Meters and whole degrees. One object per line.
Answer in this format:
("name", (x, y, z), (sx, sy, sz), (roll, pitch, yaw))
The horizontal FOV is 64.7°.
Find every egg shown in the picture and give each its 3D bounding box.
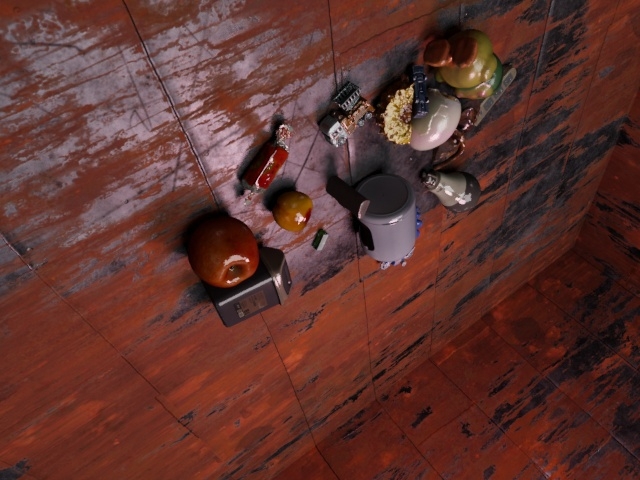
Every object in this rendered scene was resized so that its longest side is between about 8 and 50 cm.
("egg", (0.389, -0.419, 1.790), (0.183, 0.183, 0.217), (-4, 127, -43))

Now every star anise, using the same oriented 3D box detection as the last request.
("star anise", (0.524, -0.408, 1.952), (0.350, 0.109, 0.292), (-58, 163, 23))

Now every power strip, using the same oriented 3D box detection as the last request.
("power strip", (0.685, -0.587, 2.033), (0.286, 0.048, 0.080), (-52, 145, 8))

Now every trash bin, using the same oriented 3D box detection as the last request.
("trash bin", (-0.242, 0.158, 1.761), (0.290, 0.182, 0.209), (-27, 142, -14))

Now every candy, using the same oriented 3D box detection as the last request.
("candy", (-0.166, -0.226, 1.542), (0.086, 0.059, 0.292), (14, 116, -54))

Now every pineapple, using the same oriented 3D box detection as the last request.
("pineapple", (0.240, -0.424, 1.696), (0.135, 0.079, 0.233), (-5, 119, -8))

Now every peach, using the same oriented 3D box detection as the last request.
("peach", (-0.094, -0.099, 1.687), (0.138, 0.138, 0.138), (-26, 141, -24))

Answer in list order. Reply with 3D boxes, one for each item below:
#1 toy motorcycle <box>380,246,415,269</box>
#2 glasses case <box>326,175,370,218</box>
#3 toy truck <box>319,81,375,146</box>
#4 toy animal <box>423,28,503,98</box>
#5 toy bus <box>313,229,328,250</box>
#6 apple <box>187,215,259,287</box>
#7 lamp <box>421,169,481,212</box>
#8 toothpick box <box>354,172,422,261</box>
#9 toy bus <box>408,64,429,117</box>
("toy motorcycle", (0.358, 0.062, 2.350), (0.205, 0.076, 0.114), (-23, 132, -29))
("glasses case", (0.092, -0.152, 1.761), (0.042, 0.190, 0.072), (-6, 126, -39))
("toy truck", (0.073, -0.393, 1.593), (0.178, 0.080, 0.115), (-46, 140, 1))
("toy animal", (0.505, -0.603, 1.714), (0.338, 0.216, 0.191), (15, 88, -52))
("toy bus", (0.000, 0.000, 1.955), (0.031, 0.037, 0.083), (-6, 130, -41))
("apple", (-0.298, 0.035, 1.559), (0.218, 0.201, 0.218), (-24, 146, -18))
("lamp", (0.551, -0.211, 2.191), (0.313, 0.182, 0.182), (-1, 128, -26))
("toothpick box", (0.270, -0.067, 1.976), (0.263, 0.263, 0.355), (-35, 145, -13))
("toy bus", (0.326, -0.494, 1.682), (0.047, 0.166, 0.065), (-4, 175, -10))
